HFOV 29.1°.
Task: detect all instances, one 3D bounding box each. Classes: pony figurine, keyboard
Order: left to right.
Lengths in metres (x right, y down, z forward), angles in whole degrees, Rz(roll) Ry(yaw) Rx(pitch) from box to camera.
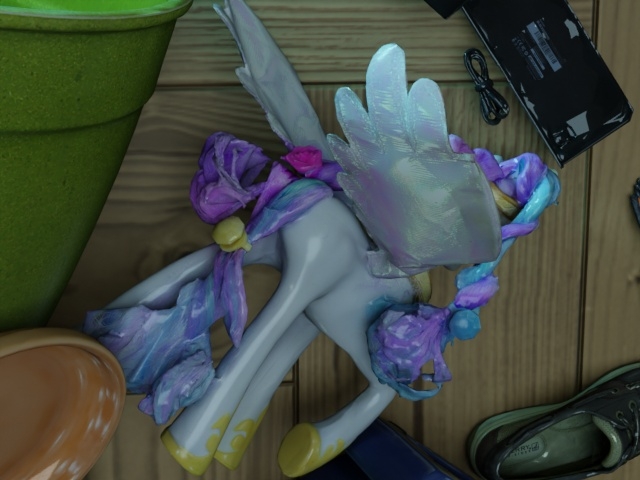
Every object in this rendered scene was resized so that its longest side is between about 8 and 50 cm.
[{"bbox_3d":[0.000,0.000,0.904,0.363,0.303,0.351,-44,137,-1],"label":"pony figurine"},{"bbox_3d":[0.162,-0.145,0.986,0.108,0.023,0.180,-34,96,-7],"label":"keyboard"}]

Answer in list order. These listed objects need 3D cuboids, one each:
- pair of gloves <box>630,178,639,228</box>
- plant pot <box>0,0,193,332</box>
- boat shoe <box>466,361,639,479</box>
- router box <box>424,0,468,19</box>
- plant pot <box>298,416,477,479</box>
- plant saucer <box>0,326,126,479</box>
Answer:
[{"bbox_3d":[0.307,-0.025,1.040,0.083,0.010,0.074,-17,80,-6],"label":"pair of gloves"},{"bbox_3d":[-0.301,-0.041,0.806,0.366,0.366,0.353,12,112,-11],"label":"plant pot"},{"bbox_3d":[0.239,0.165,1.050,0.223,0.073,0.080,-16,104,-5],"label":"boat shoe"},{"bbox_3d":[0.053,-0.324,0.820,0.309,0.243,0.081,40,57,-11],"label":"router box"},{"bbox_3d":[0.069,0.282,0.974,0.236,0.236,0.212,35,88,-15],"label":"plant pot"},{"bbox_3d":[-0.216,0.127,0.775,0.200,0.037,0.200,-31,148,-23],"label":"plant saucer"}]
